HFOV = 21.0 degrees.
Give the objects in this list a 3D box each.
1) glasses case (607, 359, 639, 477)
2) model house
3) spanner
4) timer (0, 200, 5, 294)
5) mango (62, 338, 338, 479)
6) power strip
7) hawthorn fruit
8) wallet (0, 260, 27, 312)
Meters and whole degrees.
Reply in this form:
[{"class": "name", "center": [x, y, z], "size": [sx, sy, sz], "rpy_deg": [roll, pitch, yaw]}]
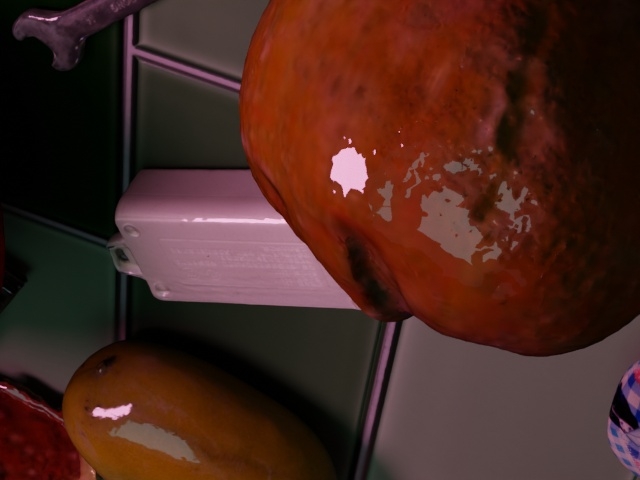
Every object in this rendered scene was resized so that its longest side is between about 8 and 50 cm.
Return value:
[{"class": "glasses case", "center": [0.360, 0.161, 1.190], "size": [0.327, 0.076, 0.125], "rpy_deg": [16, 142, 12]}, {"class": "model house", "center": [-0.322, 0.229, 1.575], "size": [0.254, 0.160, 0.196], "rpy_deg": [6, 150, -17]}, {"class": "spanner", "center": [-0.115, -0.166, 1.139], "size": [0.254, 0.015, 0.054], "rpy_deg": [-18, 122, 41]}, {"class": "timer", "center": [-0.412, -0.014, 1.249], "size": [0.378, 0.279, 0.378], "rpy_deg": [17, 132, 20]}, {"class": "mango", "center": [-0.096, 0.173, 1.429], "size": [0.251, 0.114, 0.156], "rpy_deg": [30, 134, -2]}, {"class": "power strip", "center": [0.000, 0.000, 1.227], "size": [0.338, 0.058, 0.098], "rpy_deg": [2, 135, 28]}, {"class": "hawthorn fruit", "center": [0.099, -0.101, 0.913], "size": [0.277, 0.277, 0.298], "rpy_deg": [19, 113, 9]}, {"class": "wallet", "center": [-0.343, 0.054, 1.493], "size": [0.124, 0.042, 0.230], "rpy_deg": [36, 139, -8]}]
